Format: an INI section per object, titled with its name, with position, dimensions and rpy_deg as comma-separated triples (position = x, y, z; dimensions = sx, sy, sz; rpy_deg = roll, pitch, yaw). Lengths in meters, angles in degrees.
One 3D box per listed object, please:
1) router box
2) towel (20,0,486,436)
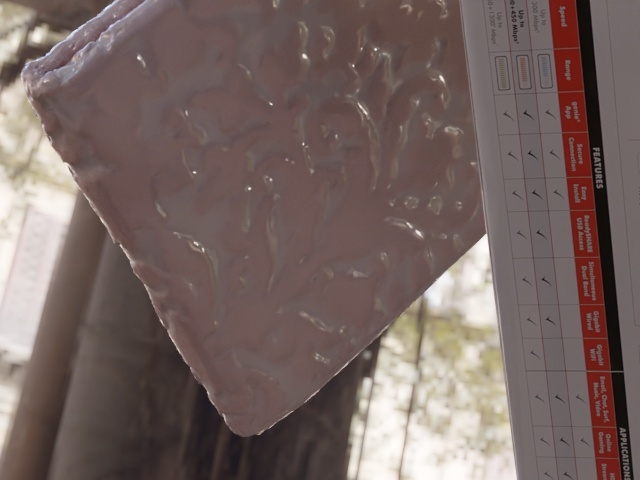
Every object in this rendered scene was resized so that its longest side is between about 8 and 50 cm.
[router box]
position = 0.230, -0.009, 0.801
dimensions = 0.301, 0.082, 0.335
rpy_deg = 0, -66, 19
[towel]
position = -0.006, -0.074, 1.171
dimensions = 0.053, 0.317, 0.332
rpy_deg = 29, -26, 48
